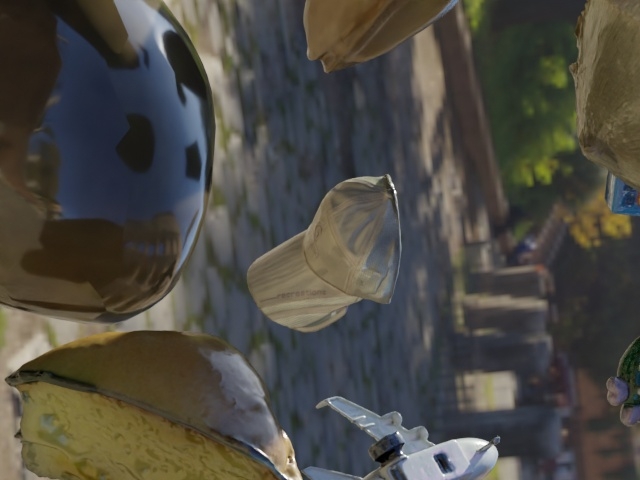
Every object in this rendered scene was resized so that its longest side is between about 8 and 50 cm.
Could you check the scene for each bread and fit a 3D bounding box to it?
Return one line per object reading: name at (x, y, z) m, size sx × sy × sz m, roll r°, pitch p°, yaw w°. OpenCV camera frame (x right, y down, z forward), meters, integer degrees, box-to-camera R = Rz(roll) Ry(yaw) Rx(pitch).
bread at (-0.107, 0.144, 1.139) m, size 0.174 × 0.252 × 0.133 m, roll 95°, pitch 21°, yaw -44°

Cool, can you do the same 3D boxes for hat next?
hat at (0.000, 0.000, 2.037) m, size 0.219 × 0.226 × 0.164 m, roll -102°, pitch -177°, yaw -46°

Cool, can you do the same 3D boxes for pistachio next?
pistachio at (0.076, -0.308, 1.629) m, size 0.163 × 0.260 × 0.212 m, roll 43°, pitch 30°, yaw -10°

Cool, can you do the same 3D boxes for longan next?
longan at (-0.264, -0.102, 1.329) m, size 0.404 × 0.336 × 0.404 m, roll 53°, pitch -11°, yaw 15°

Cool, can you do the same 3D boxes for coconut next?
coconut at (0.297, -0.126, 1.070) m, size 0.227 × 0.230 × 0.227 m, roll 62°, pitch -5°, yaw 10°

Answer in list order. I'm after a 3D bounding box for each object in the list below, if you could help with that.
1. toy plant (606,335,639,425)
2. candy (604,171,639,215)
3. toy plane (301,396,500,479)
toy plant at (0.513, 0.198, 2.031) m, size 0.243 × 0.232 × 0.112 m, roll 53°, pitch -17°, yaw -25°
candy at (0.514, -0.105, 1.776) m, size 0.100 × 0.306 × 0.157 m, roll -68°, pitch 161°, yaw -75°
toy plane at (0.109, 0.260, 1.559) m, size 0.251 × 0.255 × 0.101 m, roll 60°, pitch -39°, yaw 19°
